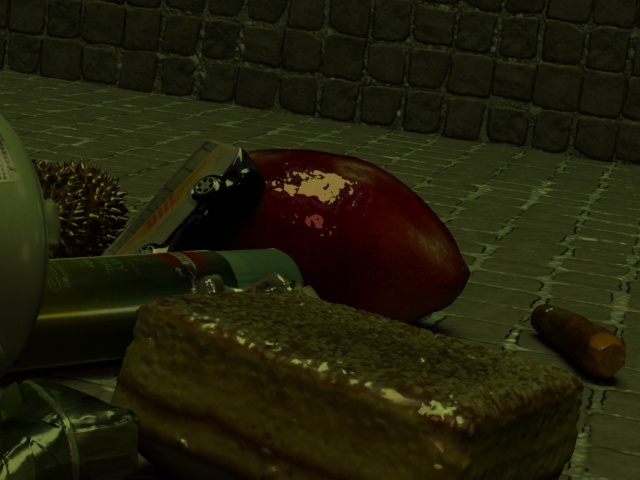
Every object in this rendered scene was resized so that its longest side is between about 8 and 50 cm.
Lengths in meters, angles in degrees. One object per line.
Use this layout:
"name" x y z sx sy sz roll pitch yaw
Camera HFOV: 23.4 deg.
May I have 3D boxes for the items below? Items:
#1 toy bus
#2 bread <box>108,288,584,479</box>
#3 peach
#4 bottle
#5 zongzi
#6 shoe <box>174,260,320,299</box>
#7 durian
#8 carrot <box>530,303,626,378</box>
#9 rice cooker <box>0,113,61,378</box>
"toy bus" -0.120 -0.007 1.294 0.072 0.172 0.057 25 -22 43
"bread" 0.017 0.107 0.938 0.234 0.111 0.184 16 11 31
"peach" -0.005 0.001 1.383 0.267 0.159 0.154 13 18 19
"bottle" -0.138 0.051 1.189 0.286 0.082 0.082 -3 14 -44
"zongzi" -0.180 0.119 0.894 0.119 0.055 0.109 -18 23 -41
"shoe" -0.032 0.067 1.142 0.180 0.092 0.089 7 10 -4
"durian" -0.241 -0.009 1.332 0.168 0.137 0.158 -2 -16 37
"carrot" 0.225 0.086 1.364 0.042 0.042 0.170 5 8 -14
"rice cooker" -0.307 0.005 0.970 0.244 0.226 0.226 2 11 -42
